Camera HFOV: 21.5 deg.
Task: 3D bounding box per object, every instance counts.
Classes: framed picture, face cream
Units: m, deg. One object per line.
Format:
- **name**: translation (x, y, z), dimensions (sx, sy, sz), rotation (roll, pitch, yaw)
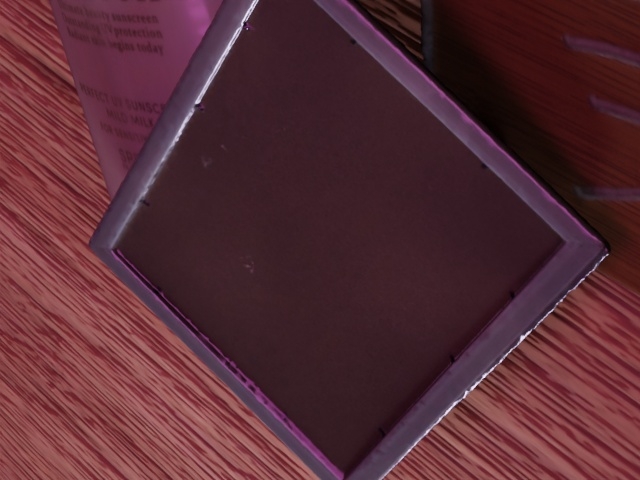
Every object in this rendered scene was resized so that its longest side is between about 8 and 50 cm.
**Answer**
- **framed picture**: translation (0.000, 0.000, 0.839), dimensions (0.217, 0.017, 0.274), rotation (45, 139, 5)
- **face cream**: translation (-0.094, -0.163, 0.884), dimensions (0.173, 0.081, 0.348), rotation (17, 129, 45)

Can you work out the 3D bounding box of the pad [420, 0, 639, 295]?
- **pad**: translation (0.141, -0.085, 0.657), dimensions (0.286, 0.018, 0.284), rotation (33, 140, 38)
